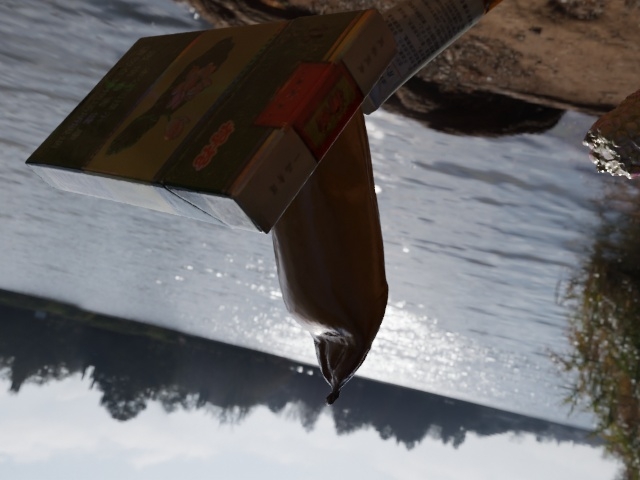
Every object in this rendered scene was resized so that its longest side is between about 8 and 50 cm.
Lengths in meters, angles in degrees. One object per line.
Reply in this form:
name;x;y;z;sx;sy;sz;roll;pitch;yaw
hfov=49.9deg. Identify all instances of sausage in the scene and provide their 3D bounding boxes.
sausage;0.005;0.001;0.663;0.112;0.328;0.112;-9;-169;2

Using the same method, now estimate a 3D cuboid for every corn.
corn;0.504;-0.199;0.887;0.335;0.126;0.126;-30;160;8

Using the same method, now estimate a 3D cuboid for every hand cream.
hand cream;0.165;-0.344;1.140;0.139;0.314;0.089;58;175;-11

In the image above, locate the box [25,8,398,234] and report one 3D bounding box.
box;-0.079;-0.077;0.415;0.235;0.132;0.034;13;150;45
